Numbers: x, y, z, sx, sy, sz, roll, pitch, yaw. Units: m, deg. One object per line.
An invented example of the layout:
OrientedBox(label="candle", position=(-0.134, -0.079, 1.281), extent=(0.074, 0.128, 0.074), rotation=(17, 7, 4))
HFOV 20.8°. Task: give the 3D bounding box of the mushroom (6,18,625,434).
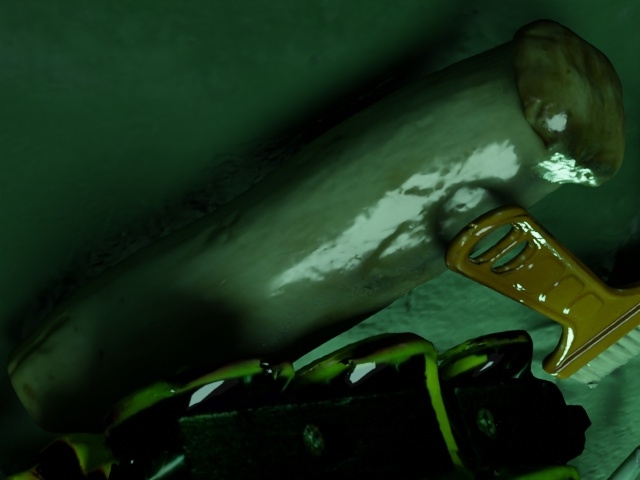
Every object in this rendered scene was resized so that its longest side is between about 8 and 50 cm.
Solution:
OrientedBox(label="mushroom", position=(0.000, 0.000, 0.808), extent=(0.312, 0.081, 0.100), rotation=(-31, 137, 8))

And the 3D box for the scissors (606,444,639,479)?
OrientedBox(label="scissors", position=(0.122, 0.269, 1.170), extent=(0.256, 0.029, 0.383), rotation=(-8, 136, -22))

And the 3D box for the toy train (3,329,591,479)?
OrientedBox(label="toy train", position=(0.000, 0.114, 0.820), extent=(0.296, 0.100, 0.160), rotation=(0, 152, -44))

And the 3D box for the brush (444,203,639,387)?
OrientedBox(label="brush", position=(0.128, 0.028, 0.883), extent=(0.090, 0.017, 0.314), rotation=(-40, 155, 11))
